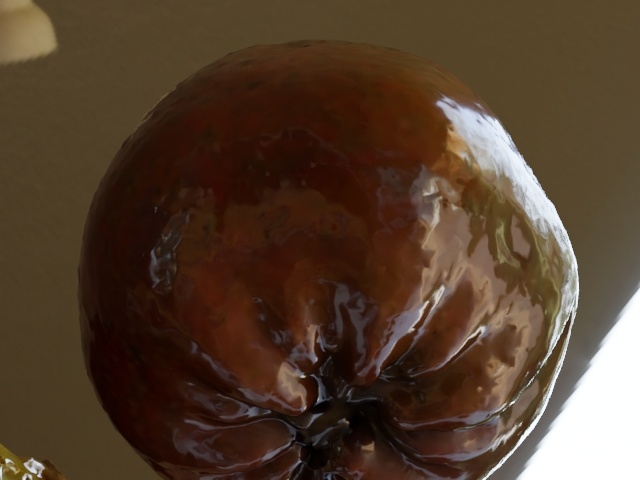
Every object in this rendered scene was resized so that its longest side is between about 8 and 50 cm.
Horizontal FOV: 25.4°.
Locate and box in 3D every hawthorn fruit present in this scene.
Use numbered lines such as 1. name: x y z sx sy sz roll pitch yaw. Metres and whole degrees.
1. hawthorn fruit: 0.000 0.000 0.808 0.277 0.298 0.277 -5 -50 -5

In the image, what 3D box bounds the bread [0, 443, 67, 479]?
1. bread: -0.325 0.251 0.867 0.398 0.398 0.215 -38 -66 -7
